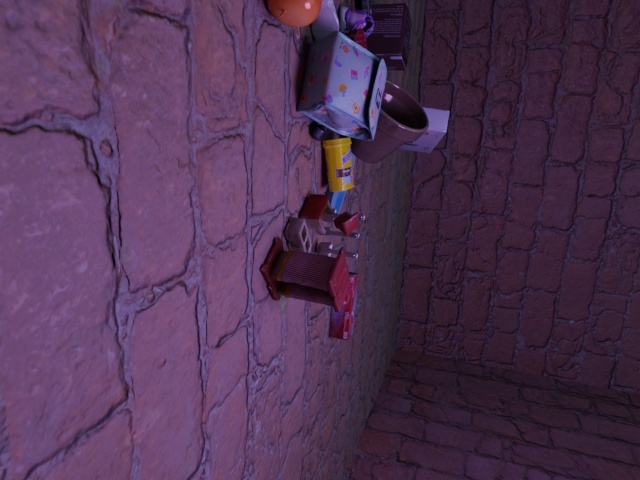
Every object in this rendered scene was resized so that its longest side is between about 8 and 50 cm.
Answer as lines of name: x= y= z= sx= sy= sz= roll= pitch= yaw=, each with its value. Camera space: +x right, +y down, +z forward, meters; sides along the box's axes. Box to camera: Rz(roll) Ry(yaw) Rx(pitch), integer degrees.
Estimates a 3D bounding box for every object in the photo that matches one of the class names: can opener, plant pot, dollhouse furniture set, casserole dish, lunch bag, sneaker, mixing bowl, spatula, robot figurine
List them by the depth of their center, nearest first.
robot figurine: x=-0.053 y=-0.585 z=1.101 sx=0.158 sy=0.128 sz=0.220 roll=171 pitch=-71 yaw=-72
sneaker: x=0.010 y=-0.658 z=1.367 sx=0.212 sy=0.080 sz=0.094 roll=77 pitch=15 yaw=-45
dollhouse furniture set: x=0.000 y=0.000 z=1.371 sx=0.152 sy=0.201 sz=0.374 roll=76 pitch=27 yaw=-47
lunch bag: x=0.086 y=-0.428 z=1.398 sx=0.262 sy=0.160 sz=0.224 roll=16 pitch=81 yaw=-38
mixing bowl: x=0.081 y=-0.584 z=1.567 sx=0.181 sy=0.098 sz=0.182 roll=7 pitch=90 yaw=-72
can opener: x=0.031 y=-0.371 z=1.571 sx=0.093 sy=0.074 sz=0.280 roll=-52 pitch=170 yaw=20
spatula: x=0.060 y=-0.018 z=1.575 sx=0.019 sy=0.242 sz=0.168 roll=11 pitch=89 yaw=-34
sneaker: x=0.138 y=-0.732 z=1.681 sx=0.236 sy=0.104 sz=0.095 roll=-17 pitch=112 yaw=-72
plant pot: x=0.211 y=-0.397 z=1.717 sx=0.229 sy=0.263 sz=0.263 roll=-50 pitch=-173 yaw=40
casserole dish: x=0.051 y=-0.160 z=1.743 sx=0.114 sy=0.037 sz=0.188 roll=74 pitch=30 yaw=-52

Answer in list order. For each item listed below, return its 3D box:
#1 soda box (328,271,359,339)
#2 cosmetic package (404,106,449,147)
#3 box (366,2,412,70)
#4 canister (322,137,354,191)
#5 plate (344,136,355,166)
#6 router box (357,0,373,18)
soda box: x=0.095 y=0.260 z=1.969 sx=0.092 sy=0.083 sz=0.263 roll=-14 pitch=111 yaw=-71
cosmetic package: x=0.357 y=-0.466 z=2.042 sx=0.377 sy=0.284 sz=0.098 roll=36 pitch=61 yaw=-86
box: x=0.261 y=-0.803 z=1.931 sx=0.167 sy=0.168 sz=0.203 roll=5 pitch=93 yaw=-73
canister: x=0.064 y=-0.255 z=1.633 sx=0.126 sy=0.073 sz=0.170 roll=-32 pitch=117 yaw=-63
plate: x=0.100 y=-0.325 z=1.852 sx=0.188 sy=0.024 sz=0.188 roll=8 pitch=90 yaw=-73
router box: x=0.159 y=-0.853 z=1.753 sx=0.122 sy=0.038 sz=0.092 roll=76 pitch=2 yaw=-50
